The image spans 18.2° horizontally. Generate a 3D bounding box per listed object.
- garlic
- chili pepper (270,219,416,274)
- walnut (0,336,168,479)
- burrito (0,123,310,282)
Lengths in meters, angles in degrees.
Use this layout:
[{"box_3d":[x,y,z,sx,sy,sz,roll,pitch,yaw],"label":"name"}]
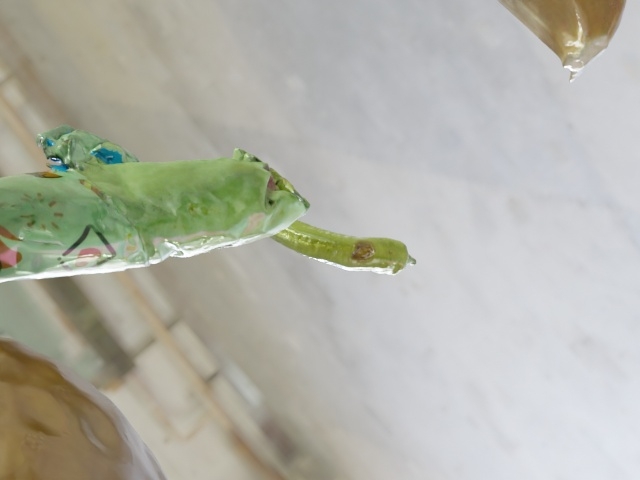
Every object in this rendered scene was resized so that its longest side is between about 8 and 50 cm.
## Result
[{"box_3d":[0.170,-0.233,1.657,0.198,0.128,0.090,46,134,-6],"label":"garlic"},{"box_3d":[0.000,0.000,2.028,0.208,0.049,0.043,16,147,-5],"label":"chili pepper"},{"box_3d":[-0.234,0.223,1.049,0.308,0.354,0.398,38,-163,-5],"label":"walnut"},{"box_3d":[-0.144,-0.027,1.186,0.104,0.288,0.054,65,147,33],"label":"burrito"}]
